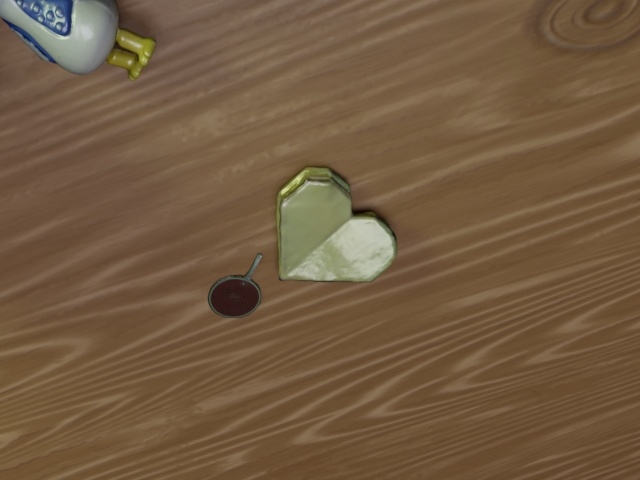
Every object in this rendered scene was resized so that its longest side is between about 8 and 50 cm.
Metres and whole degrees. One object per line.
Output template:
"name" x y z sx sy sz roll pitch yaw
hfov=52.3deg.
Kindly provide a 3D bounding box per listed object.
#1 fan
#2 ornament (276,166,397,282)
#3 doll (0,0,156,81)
"fan" -0.123 0.072 1.022 0.085 0.005 0.133 22 117 -24
"ornament" 0.000 0.000 0.974 0.180 0.059 0.201 -41 119 16
"doll" -0.322 -0.257 0.691 0.293 0.119 0.138 25 150 -27
